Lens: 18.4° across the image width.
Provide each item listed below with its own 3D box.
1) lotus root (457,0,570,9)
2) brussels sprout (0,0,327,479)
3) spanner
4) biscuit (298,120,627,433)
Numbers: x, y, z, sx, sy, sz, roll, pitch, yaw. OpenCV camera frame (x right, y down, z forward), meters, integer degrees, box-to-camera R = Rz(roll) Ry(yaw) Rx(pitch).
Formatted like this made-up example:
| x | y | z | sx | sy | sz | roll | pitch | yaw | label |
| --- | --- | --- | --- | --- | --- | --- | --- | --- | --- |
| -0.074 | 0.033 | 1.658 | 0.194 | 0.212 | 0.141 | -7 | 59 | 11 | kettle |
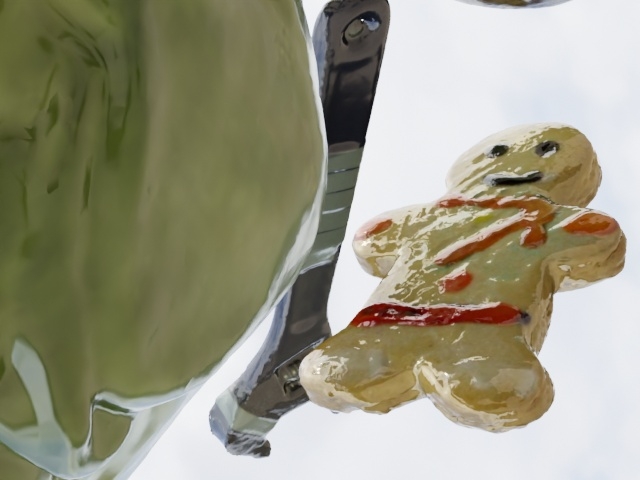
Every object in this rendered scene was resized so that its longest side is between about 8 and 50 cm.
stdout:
| x | y | z | sx | sy | sz | roll | pitch | yaw | label |
| --- | --- | --- | --- | --- | --- | --- | --- | --- | --- |
| 0.084 | -0.181 | 1.004 | 0.214 | 0.138 | 0.138 | 24 | -133 | -10 | lotus root |
| -0.150 | -0.031 | 0.556 | 0.328 | 0.247 | 0.328 | -2 | -83 | -20 | brussels sprout |
| 0.000 | 0.000 | 1.010 | 0.087 | 0.316 | 0.024 | -13 | -133 | -25 | spanner |
| 0.081 | 0.010 | 1.020 | 0.234 | 0.153 | 0.030 | -56 | -40 | -42 | biscuit |
